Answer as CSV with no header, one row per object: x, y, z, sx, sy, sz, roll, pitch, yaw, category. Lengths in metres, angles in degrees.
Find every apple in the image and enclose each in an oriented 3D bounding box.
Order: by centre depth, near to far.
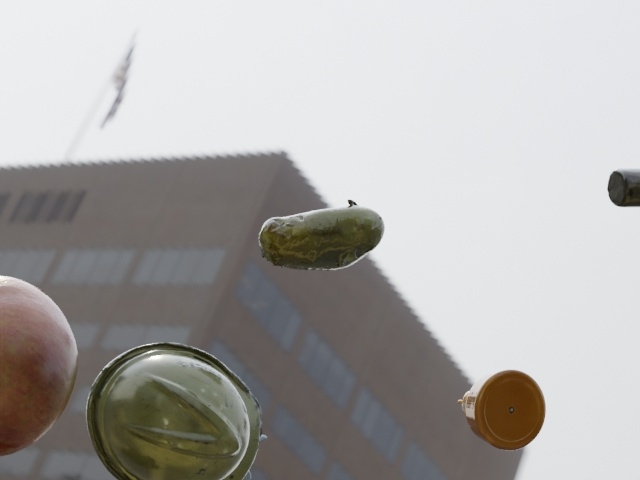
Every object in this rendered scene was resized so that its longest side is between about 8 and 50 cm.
-0.376,0.137,1.883,0.209,0.209,0.164,-6,-37,41,apple

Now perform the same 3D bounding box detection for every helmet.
-0.163,0.244,2.135,0.257,0.204,0.137,25,-10,-26,helmet

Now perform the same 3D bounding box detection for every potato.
0.000,0.000,2.307,0.188,0.085,0.105,-1,-49,-28,potato

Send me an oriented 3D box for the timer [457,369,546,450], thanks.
0.282,0.277,2.751,0.132,0.132,0.152,33,-14,-19,timer

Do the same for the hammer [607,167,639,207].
0.511,-0.062,1.754,0.440,0.044,0.168,-2,4,-18,hammer

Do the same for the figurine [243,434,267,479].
-0.187,0.310,2.402,0.208,0.128,0.184,9,-12,0,figurine
